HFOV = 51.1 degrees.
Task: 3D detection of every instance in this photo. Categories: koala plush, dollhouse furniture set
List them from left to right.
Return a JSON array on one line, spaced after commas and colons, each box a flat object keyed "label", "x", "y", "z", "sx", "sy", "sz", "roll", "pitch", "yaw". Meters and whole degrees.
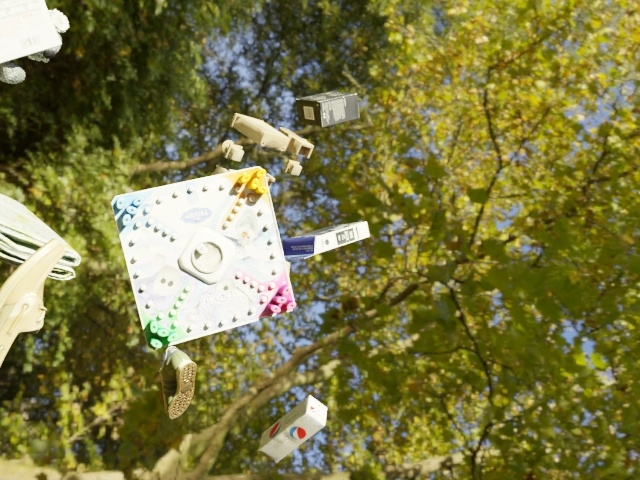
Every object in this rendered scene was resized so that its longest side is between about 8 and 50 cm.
[{"label": "koala plush", "x": -0.806, "y": -0.561, "z": 1.840, "sx": 0.203, "sy": 0.221, "sz": 0.196, "roll": 46, "pitch": -60, "yaw": 11}, {"label": "dollhouse furniture set", "x": -0.237, "y": -0.205, "z": 2.164, "sx": 0.174, "sy": 0.303, "sz": 0.355, "roll": 39, "pitch": -67, "yaw": 42}]

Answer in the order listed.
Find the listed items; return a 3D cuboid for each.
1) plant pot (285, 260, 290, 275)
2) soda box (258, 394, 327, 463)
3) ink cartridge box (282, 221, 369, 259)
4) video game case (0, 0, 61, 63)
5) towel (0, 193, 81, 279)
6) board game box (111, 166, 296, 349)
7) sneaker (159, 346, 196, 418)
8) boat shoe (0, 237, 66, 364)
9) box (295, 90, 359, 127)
[{"label": "plant pot", "x": -0.148, "y": 0.093, "z": 1.910, "sx": 0.109, "sy": 0.096, "sz": 0.109, "roll": 1, "pitch": -94, "yaw": 59}, {"label": "soda box", "x": -0.078, "y": 0.529, "z": 1.870, "sx": 0.216, "sy": 0.069, "sz": 0.074, "roll": -43, "pitch": -163, "yaw": 25}, {"label": "ink cartridge box", "x": 0.000, "y": 0.000, "z": 2.275, "sx": 0.165, "sy": 0.333, "sz": 0.065, "roll": -5, "pitch": -80, "yaw": 43}, {"label": "video game case", "x": -0.674, "y": -0.467, "z": 1.302, "sx": 0.061, "sy": 0.269, "sz": 0.244, "roll": 4, "pitch": -61, "yaw": 35}, {"label": "towel", "x": -0.794, "y": -0.046, "z": 1.618, "sx": 0.375, "sy": 0.320, "sz": 0.090, "roll": 33, "pitch": -93, "yaw": 32}, {"label": "board game box", "x": -0.281, "y": 0.039, "z": 1.674, "sx": 0.050, "sy": 0.390, "sz": 0.389, "roll": -178, "pitch": -105, "yaw": -71}, {"label": "sneaker", "x": -0.350, "y": 0.334, "z": 1.601, "sx": 0.086, "sy": 0.064, "sz": 0.192, "roll": 41, "pitch": -51, "yaw": 30}, {"label": "boat shoe", "x": -0.630, "y": 0.152, "z": 1.393, "sx": 0.341, "sy": 0.110, "sz": 0.122, "roll": -57, "pitch": -165, "yaw": -13}, {"label": "box", "x": 0.025, "y": -0.456, "z": 2.314, "sx": 0.156, "sy": 0.158, "sz": 0.093, "roll": 23, "pitch": -53, "yaw": 54}]
